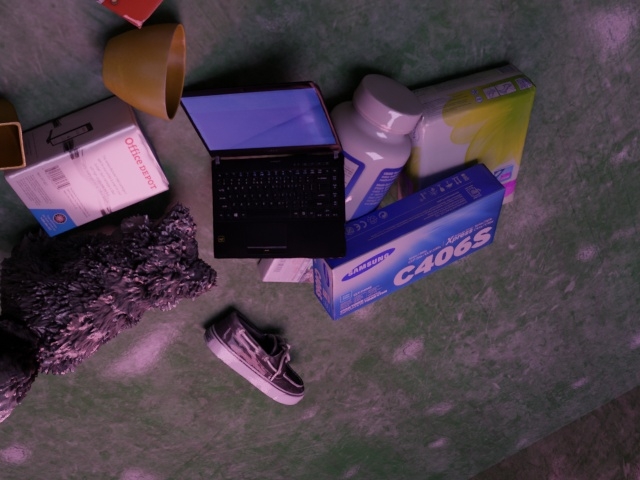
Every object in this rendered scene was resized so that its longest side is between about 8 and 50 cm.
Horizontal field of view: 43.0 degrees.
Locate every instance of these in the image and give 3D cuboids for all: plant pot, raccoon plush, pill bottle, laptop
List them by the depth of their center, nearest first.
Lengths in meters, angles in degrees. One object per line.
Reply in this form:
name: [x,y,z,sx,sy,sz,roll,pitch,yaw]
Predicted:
plant pot: [-0.461,-0.154,1.131,0.082,0.083,0.081,-9,138,-20]
plant pot: [-0.247,-0.241,1.131,0.095,0.134,0.134,8,136,0]
raccoon plush: [-0.326,0.121,1.265,0.299,0.446,0.216,-13,128,5]
laptop: [-0.091,-0.100,1.269,0.234,0.264,0.136,0,-178,19]
pill bottle: [0.059,-0.138,1.372,0.152,0.152,0.272,6,131,-33]

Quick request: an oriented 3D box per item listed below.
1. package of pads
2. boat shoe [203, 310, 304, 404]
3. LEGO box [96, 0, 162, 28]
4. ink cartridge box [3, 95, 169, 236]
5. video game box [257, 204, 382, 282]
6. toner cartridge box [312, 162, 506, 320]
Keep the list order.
package of pads: [0.253,-0.164,1.487,0.229,0.101,0.296,-17,140,-12]
boat shoe: [-0.114,0.248,1.747,0.105,0.113,0.306,-40,123,9]
LEGO box: [-0.180,-0.516,0.765,0.500,0.193,0.372,-44,141,19]
ink cartridge box: [-0.353,-0.113,1.233,0.203,0.086,0.148,-23,141,-4]
video game box: [0.000,0.000,1.577,0.187,0.048,0.205,6,132,-30]
toner cartridge box: [0.154,0.002,1.432,0.348,0.075,0.165,-25,146,-15]
